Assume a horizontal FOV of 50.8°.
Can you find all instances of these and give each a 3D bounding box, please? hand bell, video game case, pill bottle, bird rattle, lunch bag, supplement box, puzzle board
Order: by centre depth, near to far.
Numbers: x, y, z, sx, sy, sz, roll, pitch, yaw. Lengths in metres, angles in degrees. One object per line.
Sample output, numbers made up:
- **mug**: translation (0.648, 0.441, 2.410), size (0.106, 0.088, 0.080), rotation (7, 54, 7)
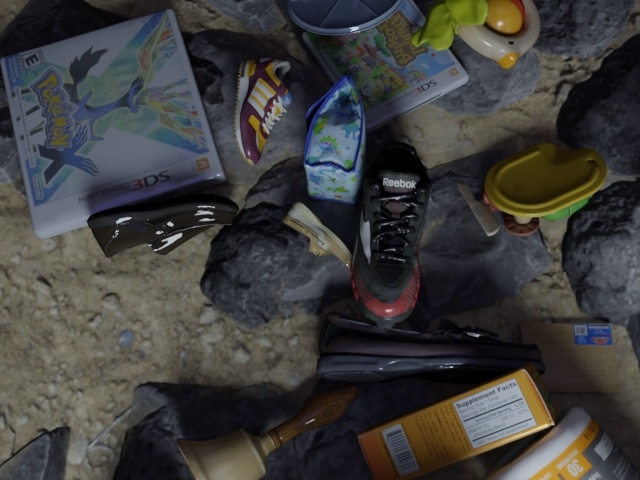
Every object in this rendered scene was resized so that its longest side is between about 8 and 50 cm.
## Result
- **pill bottle**: translation (0.339, 0.351, 0.791), size (0.162, 0.162, 0.278), rotation (-37, 73, -10)
- **supplement box**: translation (0.169, 0.230, 0.836), size (0.233, 0.078, 0.080), rotation (-26, 76, 19)
- **hand bell**: translation (-0.052, 0.257, 0.885), size (0.242, 0.126, 0.126), rotation (-26, 71, -19)
- **puzzle board**: translation (0.345, 0.163, 0.936), size (0.128, 0.011, 0.097), rotation (0, 70, 2)
- **lunch bag**: translation (0.026, -0.147, 0.996), size (0.096, 0.129, 0.151), rotation (12, 72, 6)
- **video game case**: translation (-0.337, -0.196, 1.078), size (0.299, 0.036, 0.329), rotation (-18, 71, -4)
- **bird rattle**: translation (0.262, -0.381, 1.090), size (0.207, 0.143, 0.254), rotation (38, 52, -6)
- **video game case**: translation (0.104, -0.300, 1.101), size (0.193, 0.023, 0.212), rotation (-28, 72, -7)

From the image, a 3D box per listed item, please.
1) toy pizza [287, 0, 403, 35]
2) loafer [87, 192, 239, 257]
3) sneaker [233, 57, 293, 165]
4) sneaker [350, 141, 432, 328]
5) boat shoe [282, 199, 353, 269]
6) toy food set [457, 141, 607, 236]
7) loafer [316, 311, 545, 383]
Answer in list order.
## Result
- **toy pizza**: translation (0.045, -0.402, 1.114), size (0.201, 0.032, 0.201), rotation (-6, 56, 9)
- **loafer**: translation (-0.227, -0.020, 1.000), size (0.219, 0.080, 0.079), rotation (-8, 104, -2)
- **sneaker**: translation (-0.086, -0.206, 1.053), size (0.083, 0.069, 0.186), rotation (-2, 72, 7)
- **sneaker**: translation (0.096, -0.021, 0.919), size (0.097, 0.135, 0.276), rotation (7, 57, 4)
- **boat shoe**: translation (0.000, 0.000, 0.992), size (0.045, 0.050, 0.135), rotation (-46, 72, -1)
- **toy food set**: translation (0.312, -0.065, 0.994), size (0.217, 0.071, 0.128), rotation (-23, 47, -7)
- **loafer**: translation (0.145, 0.139, 0.906), size (0.302, 0.109, 0.095), rotation (-1, 67, 5)
